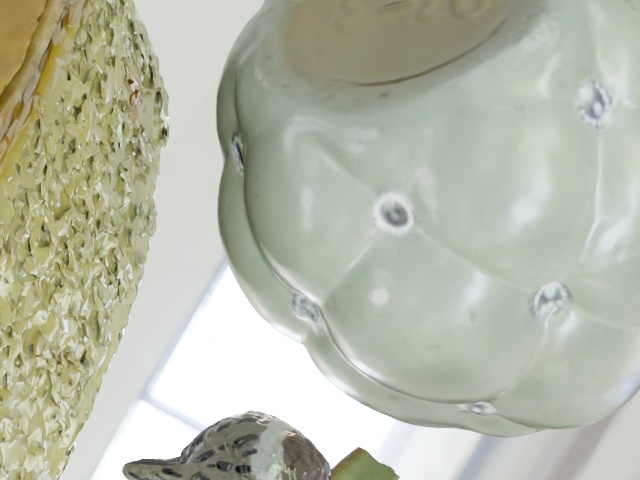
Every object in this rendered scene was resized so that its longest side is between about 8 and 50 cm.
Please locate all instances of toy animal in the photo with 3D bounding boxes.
[{"bbox_3d":[-0.057,0.158,1.285,0.098,0.137,0.098,-169,-90,-66],"label":"toy animal"}]

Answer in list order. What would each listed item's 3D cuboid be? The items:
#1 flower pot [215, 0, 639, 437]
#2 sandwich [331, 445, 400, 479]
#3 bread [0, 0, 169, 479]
[{"bbox_3d":[0.071,-0.037,0.863,0.246,0.195,0.246,-16,-138,15],"label":"flower pot"},{"bbox_3d":[-0.016,0.244,1.367,0.212,0.063,0.245,-61,155,-2],"label":"sandwich"},{"bbox_3d":[-0.232,0.006,0.891,0.248,0.279,0.315,70,25,-49],"label":"bread"}]
